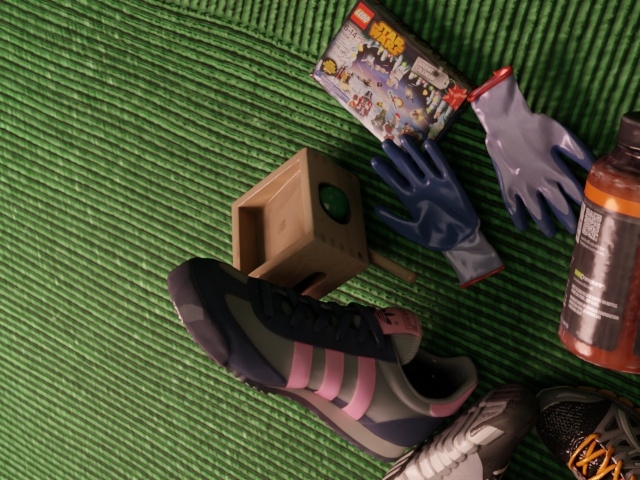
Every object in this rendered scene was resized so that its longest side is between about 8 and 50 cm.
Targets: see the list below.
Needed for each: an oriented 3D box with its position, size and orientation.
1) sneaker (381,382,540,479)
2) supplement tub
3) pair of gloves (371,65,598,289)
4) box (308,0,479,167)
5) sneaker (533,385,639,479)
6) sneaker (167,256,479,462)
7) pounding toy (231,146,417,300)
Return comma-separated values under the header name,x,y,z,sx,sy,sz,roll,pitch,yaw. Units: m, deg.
name,x,y,z,sx,sy,sz,roll,pitch,yaw
sneaker,0.159,0.226,1.000,0.132,0.086,0.229,47,139,3
supplement tub,0.258,0.000,0.864,0.106,0.106,0.198,17,112,26
pair of gloves,0.141,-0.049,0.951,0.198,0.023,0.159,-31,95,29
box,0.065,-0.145,0.984,0.137,0.027,0.094,43,120,13
sneaker,0.267,0.206,0.930,0.215,0.083,0.084,37,121,19
sneaker,0.011,0.083,0.960,0.131,0.319,0.112,-38,40,22
pounding toy,0.000,0.000,1.012,0.141,0.100,0.130,-35,44,33
